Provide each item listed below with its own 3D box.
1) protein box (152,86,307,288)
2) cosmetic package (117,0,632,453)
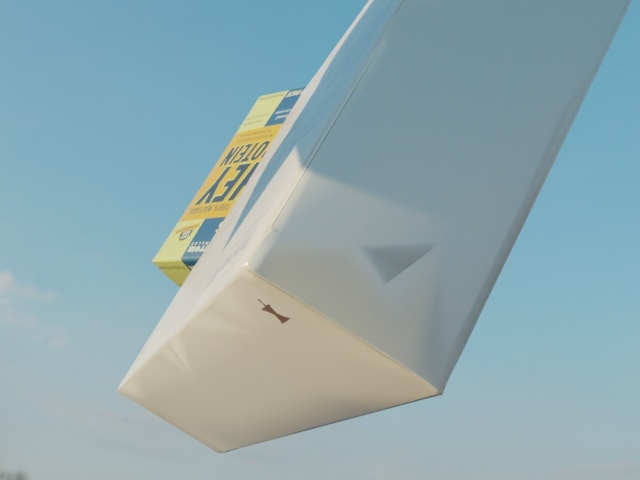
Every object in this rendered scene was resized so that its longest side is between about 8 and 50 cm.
[{"bbox_3d":[0.000,0.000,0.879,0.136,0.201,0.200,-3,-41,46],"label":"protein box"},{"bbox_3d":[0.016,-0.032,0.560,0.097,0.284,0.377,35,-22,-7],"label":"cosmetic package"}]
